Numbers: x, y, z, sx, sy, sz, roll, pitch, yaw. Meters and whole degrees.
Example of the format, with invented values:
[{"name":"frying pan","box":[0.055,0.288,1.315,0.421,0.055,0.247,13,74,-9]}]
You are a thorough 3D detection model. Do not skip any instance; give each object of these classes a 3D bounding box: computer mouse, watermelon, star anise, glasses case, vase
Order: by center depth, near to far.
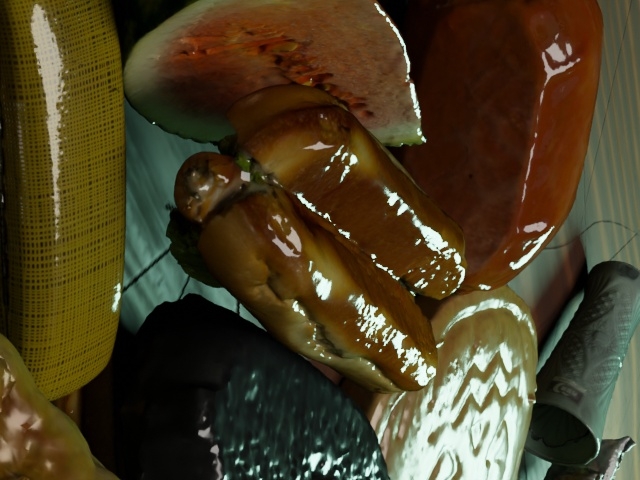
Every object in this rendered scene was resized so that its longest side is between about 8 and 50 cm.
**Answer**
[{"name":"glasses case","box":[-0.139,-0.028,0.885,0.079,0.064,0.234,-30,129,-51]},{"name":"watermelon","box":[-0.052,-0.113,0.943,0.128,0.159,0.303,-46,161,-3]},{"name":"computer mouse","box":[-0.049,0.154,1.081,0.323,0.116,0.183,47,36,-57]},{"name":"vase","box":[0.275,0.118,1.757,0.219,0.096,0.096,-58,149,-37]},{"name":"star anise","box":[0.243,0.273,1.771,0.182,0.065,0.195,-45,173,-34]}]

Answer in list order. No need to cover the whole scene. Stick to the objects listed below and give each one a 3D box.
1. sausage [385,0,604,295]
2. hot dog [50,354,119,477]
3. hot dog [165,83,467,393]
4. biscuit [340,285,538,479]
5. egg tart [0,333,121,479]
[{"name":"sausage","box":[0.124,-0.091,1.271,0.141,0.153,0.268,-37,137,-64]},{"name":"hot dog","box":[-0.140,0.102,0.990,0.049,0.037,0.122,-19,117,-46]},{"name":"hot dog","box":[0.000,0.000,1.009,0.337,0.100,0.135,37,70,-64]},{"name":"biscuit","box":[0.101,0.210,1.490,0.385,0.062,0.365,-17,119,-60]},{"name":"egg tart","box":[-0.182,0.166,0.680,0.169,0.388,0.388,-36,160,17]}]
